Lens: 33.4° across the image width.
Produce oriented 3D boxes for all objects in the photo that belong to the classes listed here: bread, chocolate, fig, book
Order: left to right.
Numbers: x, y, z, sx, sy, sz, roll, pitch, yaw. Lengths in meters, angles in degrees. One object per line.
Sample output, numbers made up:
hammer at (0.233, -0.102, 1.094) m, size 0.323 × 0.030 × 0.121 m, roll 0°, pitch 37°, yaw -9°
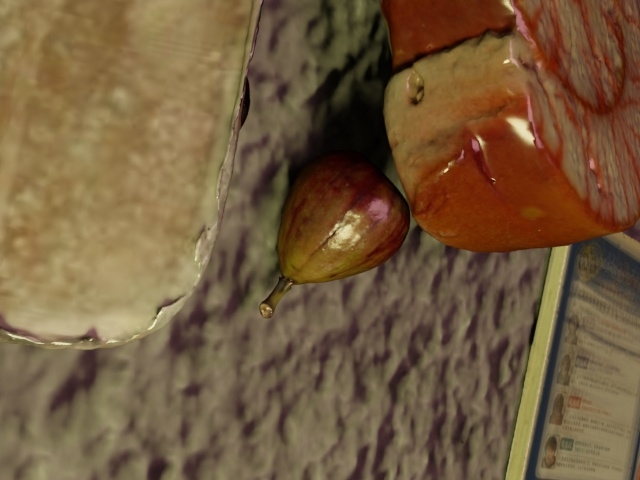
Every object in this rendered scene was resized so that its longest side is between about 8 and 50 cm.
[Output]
chocolate at (-0.126, -0.099, 0.537) m, size 0.185 × 0.100 × 0.303 m, roll 11°, pitch 84°, yaw -5°
fig at (0.000, 0.000, 0.719) m, size 0.125 × 0.089 × 0.089 m, roll -44°, pitch 126°, yaw -1°
bread at (0.147, -0.156, 0.777) m, size 0.295 × 0.114 × 0.327 m, roll -2°, pitch 83°, yaw -56°
book at (0.261, 0.148, 1.023) m, size 0.228 × 0.018 × 0.322 m, roll 23°, pitch 76°, yaw -45°

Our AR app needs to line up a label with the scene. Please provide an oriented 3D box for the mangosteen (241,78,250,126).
mangosteen at (-0.080, -0.085, 0.620) m, size 0.081 × 0.081 × 0.081 m, roll -4°, pitch 95°, yaw -45°
